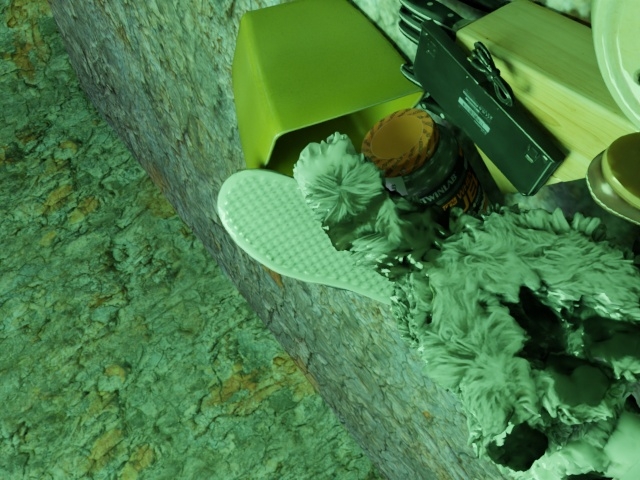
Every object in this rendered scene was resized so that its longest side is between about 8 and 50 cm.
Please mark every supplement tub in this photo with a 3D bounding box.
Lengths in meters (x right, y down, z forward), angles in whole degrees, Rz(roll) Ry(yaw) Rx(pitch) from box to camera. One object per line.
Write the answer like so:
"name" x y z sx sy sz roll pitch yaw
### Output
"supplement tub" 0.133 -0.065 0.765 0.117 0.117 0.190 33 170 47

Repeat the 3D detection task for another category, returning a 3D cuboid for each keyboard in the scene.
"keyboard" 0.151 -0.129 0.568 0.180 0.023 0.108 52 168 17

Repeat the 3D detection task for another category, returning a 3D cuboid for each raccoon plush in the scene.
"raccoon plush" 0.182 0.076 0.678 0.446 0.216 0.299 56 177 32

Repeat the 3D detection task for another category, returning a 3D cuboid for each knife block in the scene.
"knife block" 0.186 -0.172 0.583 0.242 0.088 0.276 60 163 -7

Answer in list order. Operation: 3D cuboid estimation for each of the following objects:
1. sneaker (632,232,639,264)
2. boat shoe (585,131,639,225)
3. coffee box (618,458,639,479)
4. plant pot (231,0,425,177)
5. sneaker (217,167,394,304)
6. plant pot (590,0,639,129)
"sneaker" 0.366 0.111 0.587 0.271 0.108 0.100 61 162 -10
"boat shoe" 0.282 -0.027 0.455 0.073 0.207 0.073 127 149 -64
"coffee box" 0.406 0.226 0.327 0.338 0.338 0.334 31 149 50
"plant pot" -0.017 -0.211 0.859 0.187 0.212 0.212 66 162 10
"sneaker" 0.000 0.000 0.869 0.321 0.126 0.127 27 -178 -16
"plant pot" 0.260 -0.138 0.323 0.284 0.191 0.284 46 159 24
